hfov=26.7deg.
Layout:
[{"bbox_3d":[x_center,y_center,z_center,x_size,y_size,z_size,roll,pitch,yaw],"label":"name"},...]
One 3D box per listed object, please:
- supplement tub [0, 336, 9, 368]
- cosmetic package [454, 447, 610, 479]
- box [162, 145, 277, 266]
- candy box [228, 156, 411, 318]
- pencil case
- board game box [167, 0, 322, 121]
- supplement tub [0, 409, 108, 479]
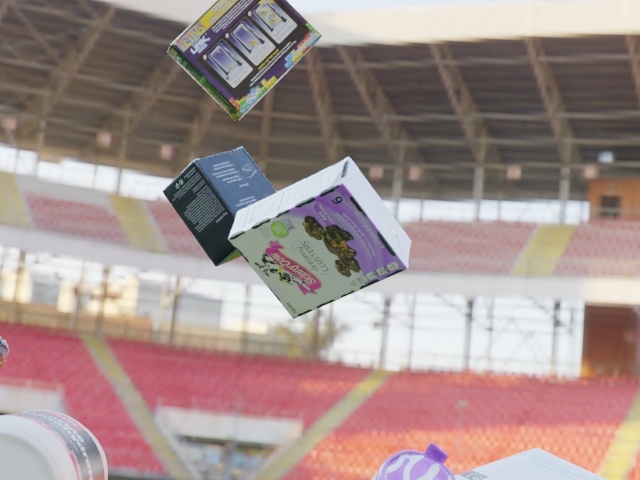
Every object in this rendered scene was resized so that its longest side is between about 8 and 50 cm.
[{"bbox_3d":[-0.522,0.116,1.812,0.106,0.106,0.198,-9,-49,50],"label":"supplement tub"},{"bbox_3d":[0.288,0.478,1.676,0.156,0.385,0.217,-11,16,-28],"label":"cosmetic package"},{"bbox_3d":[-0.150,-0.058,2.225,0.093,0.158,0.156,-41,-9,29],"label":"box"},{"bbox_3d":[0.000,0.000,1.865,0.196,0.070,0.165,-25,-62,26],"label":"candy box"},{"bbox_3d":[0.065,0.293,1.345,0.086,0.088,0.206,40,-46,13],"label":"pencil case"},{"bbox_3d":[-0.107,-0.276,1.901,0.141,0.170,0.048,45,-15,-3],"label":"board game box"},{"bbox_3d":[-0.397,0.326,1.818,0.191,0.191,0.272,5,-4,3],"label":"supplement tub"}]
